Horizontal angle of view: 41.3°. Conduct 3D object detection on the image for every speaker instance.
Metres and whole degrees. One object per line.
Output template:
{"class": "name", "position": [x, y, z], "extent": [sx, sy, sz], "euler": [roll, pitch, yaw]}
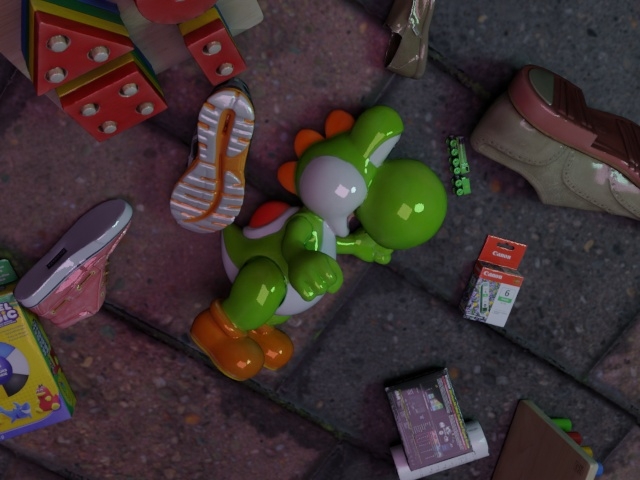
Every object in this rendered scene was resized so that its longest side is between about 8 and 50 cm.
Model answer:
{"class": "speaker", "position": [0.169, 0.303, 1.219], "extent": [0.136, 0.055, 0.055], "euler": [-18, 112, 0]}

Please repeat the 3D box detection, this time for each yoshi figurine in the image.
{"class": "yoshi figurine", "position": [0.019, 0.016, 1.030], "extent": [0.203, 0.203, 0.362], "euler": [28, 102, -33]}

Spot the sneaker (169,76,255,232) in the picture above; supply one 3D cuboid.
{"class": "sneaker", "position": [-0.122, -0.098, 1.018], "extent": [0.084, 0.083, 0.214], "euler": [17, 126, -12]}

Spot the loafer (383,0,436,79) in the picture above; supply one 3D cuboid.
{"class": "loafer", "position": [0.102, -0.261, 0.996], "extent": [0.050, 0.056, 0.147], "euler": [-5, 111, -13]}

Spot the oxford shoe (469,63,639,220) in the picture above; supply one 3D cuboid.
{"class": "oxford shoe", "position": [0.345, -0.089, 1.084], "extent": [0.348, 0.123, 0.130], "euler": [30, 130, -19]}

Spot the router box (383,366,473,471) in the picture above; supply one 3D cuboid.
{"class": "router box", "position": [0.149, 0.246, 1.178], "extent": [0.092, 0.038, 0.122], "euler": [-17, 85, 0]}

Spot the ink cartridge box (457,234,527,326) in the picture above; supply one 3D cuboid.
{"class": "ink cartridge box", "position": [0.236, 0.055, 1.149], "extent": [0.063, 0.029, 0.115], "euler": [14, 108, -12]}

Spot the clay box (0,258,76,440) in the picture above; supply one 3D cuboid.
{"class": "clay box", "position": [-0.414, 0.144, 1.079], "extent": [0.128, 0.053, 0.222], "euler": [-18, 113, -1]}

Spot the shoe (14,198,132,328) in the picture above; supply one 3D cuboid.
{"class": "shoe", "position": [-0.287, 0.031, 1.055], "extent": [0.178, 0.063, 0.081], "euler": [-44, 133, -3]}

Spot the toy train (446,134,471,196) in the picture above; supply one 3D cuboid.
{"class": "toy train", "position": [0.178, -0.096, 1.091], "extent": [0.024, 0.017, 0.083], "euler": [-16, 112, -12]}

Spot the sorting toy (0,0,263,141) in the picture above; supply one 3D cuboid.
{"class": "sorting toy", "position": [-0.195, -0.220, 0.867], "extent": [0.257, 0.255, 0.089], "euler": [-26, 70, 3]}

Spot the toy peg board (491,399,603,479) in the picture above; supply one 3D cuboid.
{"class": "toy peg board", "position": [0.336, 0.336, 1.208], "extent": [0.079, 0.160, 0.161], "euler": [4, 111, -26]}
